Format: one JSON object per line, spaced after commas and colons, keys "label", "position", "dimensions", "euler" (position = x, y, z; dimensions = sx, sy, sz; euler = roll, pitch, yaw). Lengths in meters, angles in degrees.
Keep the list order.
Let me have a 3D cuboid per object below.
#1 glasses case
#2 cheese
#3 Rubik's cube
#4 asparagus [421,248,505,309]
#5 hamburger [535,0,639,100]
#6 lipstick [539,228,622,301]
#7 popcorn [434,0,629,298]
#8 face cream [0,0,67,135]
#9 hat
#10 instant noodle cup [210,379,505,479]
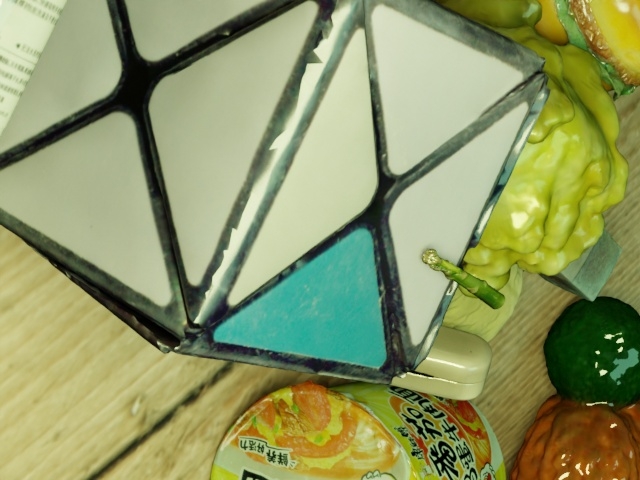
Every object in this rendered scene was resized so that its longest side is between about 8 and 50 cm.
{"label": "glasses case", "position": [0.070, 0.107, 1.869], "dimensions": [0.083, 0.196, 0.050], "euler": [-70, 172, -69]}
{"label": "cheese", "position": [0.130, 0.030, 1.921], "dimensions": [0.167, 0.094, 0.123], "euler": [40, 73, -53]}
{"label": "Rubik's cube", "position": [-0.053, -0.083, 1.500], "dimensions": [0.305, 0.307, 0.310], "euler": [16, 101, -55]}
{"label": "asparagus", "position": [0.115, 0.031, 1.511], "dimensions": [0.127, 0.018, 0.015], "euler": [32, 63, -54]}
{"label": "hamburger", "position": [0.267, -0.255, 1.871], "dimensions": [0.246, 0.170, 0.246], "euler": [21, 63, -51]}
{"label": "lipstick", "position": [0.214, -0.040, 2.039], "dimensions": [0.076, 0.080, 0.371], "euler": [-59, 143, -5]}
{"label": "popcorn", "position": [0.163, -0.090, 1.760], "dimensions": [0.242, 0.235, 0.250], "euler": [-49, 130, -37]}
{"label": "face cream", "position": [-0.211, -0.266, 1.337], "dimensions": [0.145, 0.145, 0.369], "euler": [26, 91, -53]}
{"label": "hat", "position": [0.330, 0.283, 2.232], "dimensions": [0.285, 0.285, 0.400], "euler": [-20, 123, -42]}
{"label": "instant noodle cup", "position": [0.050, 0.253, 1.894], "dimensions": [0.200, 0.264, 0.264], "euler": [-14, 122, -55]}
